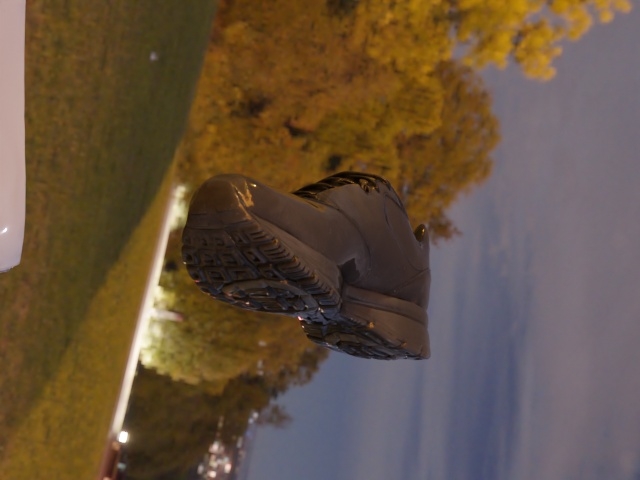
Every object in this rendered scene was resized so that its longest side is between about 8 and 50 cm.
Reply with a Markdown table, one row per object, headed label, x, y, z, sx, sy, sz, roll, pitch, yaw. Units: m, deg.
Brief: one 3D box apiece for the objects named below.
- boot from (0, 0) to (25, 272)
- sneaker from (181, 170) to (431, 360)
| label | x | y | z | sx | sy | sz | roll | pitch | yaw |
| --- | --- | --- | --- | --- | --- | --- | --- | --- | --- |
| boot | -0.134 | -0.079 | 0.304 | 0.069 | 0.086 | 0.190 | -154 | -116 | -63 |
| sneaker | 0.000 | 0.000 | 0.751 | 0.286 | 0.109 | 0.130 | 36 | 61 | -57 |
